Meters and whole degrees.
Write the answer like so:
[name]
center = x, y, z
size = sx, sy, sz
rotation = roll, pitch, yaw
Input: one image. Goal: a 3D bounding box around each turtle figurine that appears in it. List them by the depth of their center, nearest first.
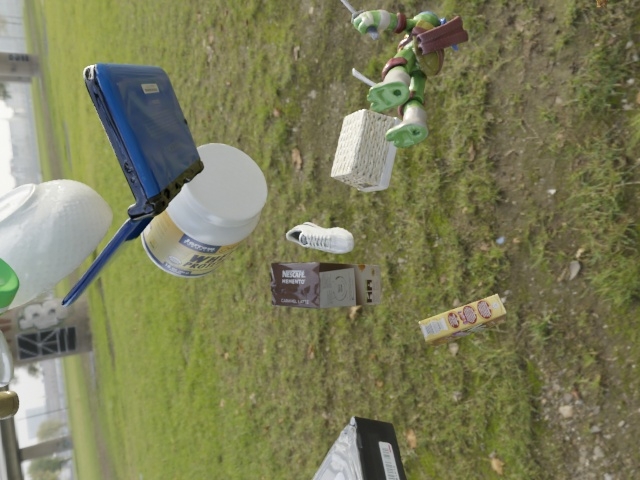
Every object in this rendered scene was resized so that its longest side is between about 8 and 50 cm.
[turtle figurine]
center = 0.114, -0.305, 0.890
size = 0.198, 0.274, 0.266
rotation = 99, -178, -56

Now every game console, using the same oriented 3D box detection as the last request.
[game console]
center = -0.279, -0.094, 0.683
size = 0.293, 0.173, 0.250
rotation = -101, -7, -71

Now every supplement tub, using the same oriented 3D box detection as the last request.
[supplement tub]
center = -0.280, -0.064, 1.174
size = 0.316, 0.228, 0.229
rotation = -39, 62, 49

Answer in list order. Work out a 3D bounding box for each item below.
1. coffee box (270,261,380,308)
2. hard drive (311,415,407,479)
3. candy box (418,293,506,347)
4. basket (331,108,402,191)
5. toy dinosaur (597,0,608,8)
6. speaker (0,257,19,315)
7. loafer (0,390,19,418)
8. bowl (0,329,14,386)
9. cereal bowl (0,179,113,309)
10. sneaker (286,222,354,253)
[coffee box]
center = 0.018, 0.102, 1.139
size = 0.141, 0.246, 0.098
rotation = -3, 85, 36
[hard drive]
center = 0.009, 0.402, 0.554
size = 0.237, 0.064, 0.339
rotation = -99, 28, -57
[candy box]
center = 0.328, 0.188, 1.130
size = 0.109, 0.186, 0.053
rotation = 45, -156, -63
[basket]
center = 0.104, -0.208, 1.140
size = 0.113, 0.103, 0.167
rotation = 3, 80, 64
[toy dinosaur]
center = 0.464, -0.478, 0.863
size = 0.112, 0.211, 0.064
rotation = -66, 27, 20
[speaker]
center = -0.556, 0.142, 0.666
size = 0.296, 0.131, 0.131
rotation = -47, 42, 2
[loafer]
center = -0.539, 0.260, 0.752
size = 0.050, 0.147, 0.056
rotation = 56, -162, -70
[bowl]
center = -0.741, 0.197, 0.927
size = 0.297, 0.134, 0.298
rotation = 13, 122, 22
[cereal bowl]
center = -0.633, -0.020, 1.059
size = 0.339, 0.339, 0.141
rotation = 39, 161, 51
[sneaker]
center = 0.000, 0.000, 1.602
size = 0.235, 0.094, 0.090
rotation = 10, 104, 35
